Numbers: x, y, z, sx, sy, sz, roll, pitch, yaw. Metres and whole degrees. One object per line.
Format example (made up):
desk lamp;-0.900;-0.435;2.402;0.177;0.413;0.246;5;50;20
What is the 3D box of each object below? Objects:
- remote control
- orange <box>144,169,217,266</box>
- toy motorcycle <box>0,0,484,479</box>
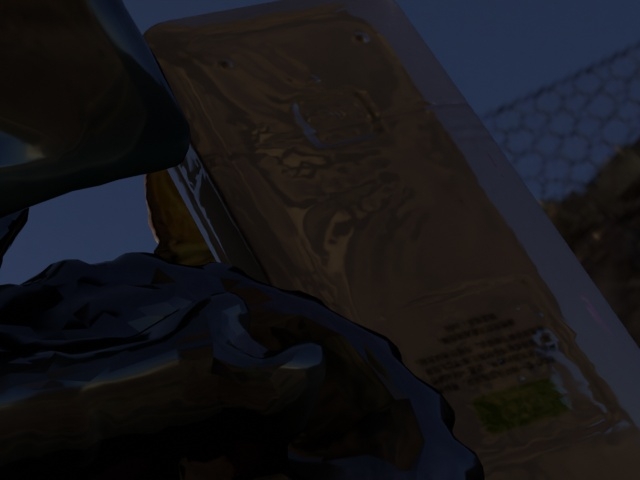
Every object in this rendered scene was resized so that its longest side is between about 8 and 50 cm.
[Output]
remote control;0.029;0.016;0.522;0.103;0.250;0.034;-15;-36;-25
orange;0.000;0.000;1.552;0.271;0.368;0.210;-20;-11;16
toy motorcycle;-0.165;-0.005;0.380;0.232;0.416;0.172;-32;-30;-52
